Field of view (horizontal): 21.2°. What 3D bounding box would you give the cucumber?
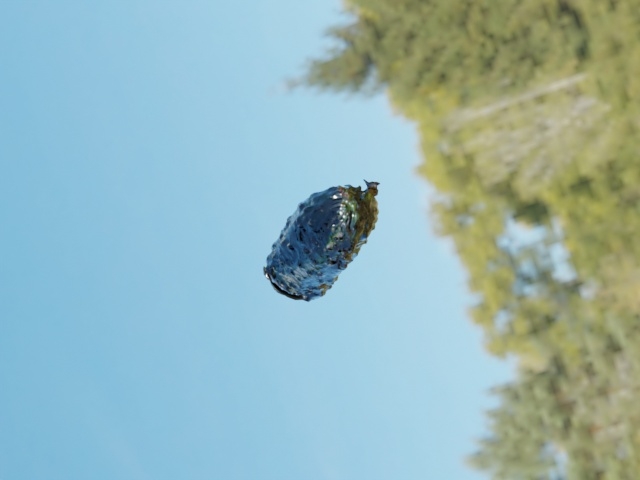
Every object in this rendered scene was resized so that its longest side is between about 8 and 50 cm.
[{"bbox_3d":[0.000,0.000,1.041,0.181,0.053,0.053,128,127,-73],"label":"cucumber"}]
